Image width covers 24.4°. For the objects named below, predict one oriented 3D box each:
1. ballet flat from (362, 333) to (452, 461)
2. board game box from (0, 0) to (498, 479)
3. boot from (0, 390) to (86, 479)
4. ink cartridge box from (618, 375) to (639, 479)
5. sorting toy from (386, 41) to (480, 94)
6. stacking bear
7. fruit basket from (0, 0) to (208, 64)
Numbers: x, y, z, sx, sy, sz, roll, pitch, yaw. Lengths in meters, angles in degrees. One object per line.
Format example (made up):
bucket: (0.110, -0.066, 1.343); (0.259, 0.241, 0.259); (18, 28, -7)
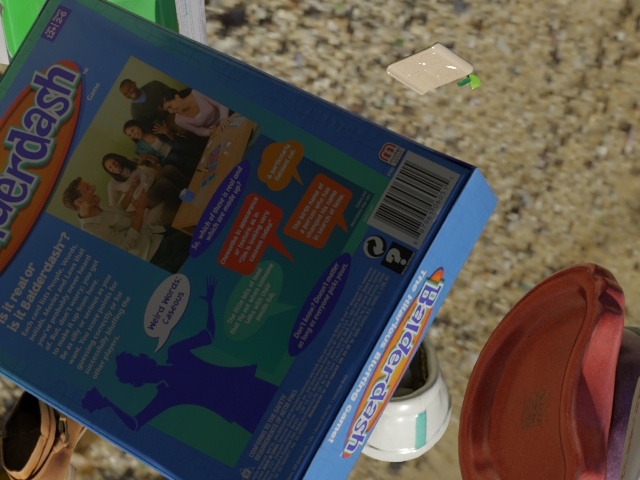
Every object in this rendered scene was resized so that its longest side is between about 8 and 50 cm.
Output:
ballet flat: (0.000, 0.000, 1.279); (0.139, 0.400, 0.139); (-25, 158, -11)
board game box: (-0.058, 0.004, 0.599); (0.160, 0.210, 0.047); (-60, 156, -5)
boot: (-0.294, 0.179, 1.579); (0.073, 0.152, 0.197); (-4, 67, 5)
ink cartridge box: (0.237, 0.035, 0.619); (0.171, 0.168, 0.232); (-56, 162, -58)
sorting toy: (0.109, -0.156, 1.369); (0.083, 0.062, 0.012); (26, 52, -41)
stacking bear: (0.256, 0.145, 1.000); (0.289, 0.164, 0.175); (17, 71, -20)
fruit basket: (-0.204, -0.280, 1.476); (0.353, 0.166, 0.327); (-65, 153, -61)
